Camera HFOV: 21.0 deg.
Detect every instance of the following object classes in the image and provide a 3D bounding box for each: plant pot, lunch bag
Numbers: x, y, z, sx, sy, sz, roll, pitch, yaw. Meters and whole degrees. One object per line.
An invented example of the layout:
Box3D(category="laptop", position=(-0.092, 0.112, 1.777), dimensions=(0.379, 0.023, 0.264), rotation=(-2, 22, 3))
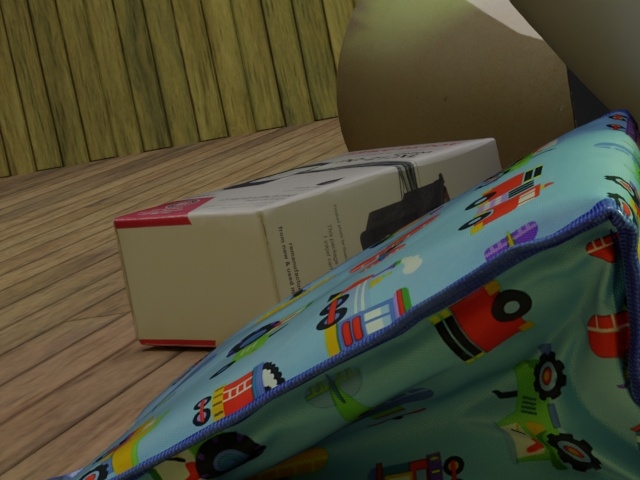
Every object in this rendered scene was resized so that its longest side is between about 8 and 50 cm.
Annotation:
Box3D(category="plant pot", position=(0.198, -0.123, 1.467), dimensions=(0.256, 0.256, 0.274), rotation=(-17, 24, -36))
Box3D(category="lunch bag", position=(0.008, 0.068, 0.706), dimensions=(0.293, 0.138, 0.221), rotation=(-19, 8, 14))

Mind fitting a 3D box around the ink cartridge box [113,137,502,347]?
Box3D(category="ink cartridge box", position=(0.000, 0.000, 1.252), dimensions=(0.237, 0.100, 0.172), rotation=(-18, 10, -41))

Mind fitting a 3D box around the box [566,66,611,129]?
Box3D(category="box", position=(0.249, -0.151, 1.227), dimensions=(0.143, 0.270, 0.165), rotation=(-10, -16, 15))

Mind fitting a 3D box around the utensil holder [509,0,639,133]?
Box3D(category="utensil holder", position=(0.262, -0.170, 0.886), dimensions=(0.327, 0.327, 0.385), rotation=(-12, 25, -7))
